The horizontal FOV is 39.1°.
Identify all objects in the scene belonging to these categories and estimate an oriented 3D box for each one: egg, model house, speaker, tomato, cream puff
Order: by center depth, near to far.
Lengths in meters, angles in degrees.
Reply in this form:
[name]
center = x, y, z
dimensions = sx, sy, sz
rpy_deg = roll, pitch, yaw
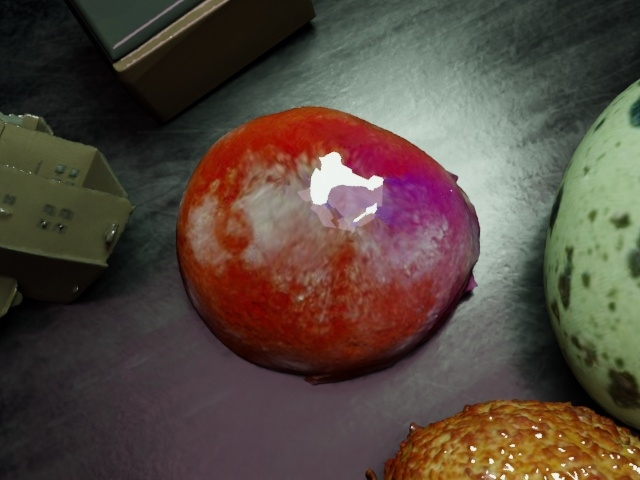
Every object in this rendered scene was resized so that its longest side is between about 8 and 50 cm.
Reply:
[cream puff]
center = 0.215, 0.265, 0.794
dimensions = 0.350, 0.350, 0.229
rpy_deg = 37, 75, 12
[egg]
center = 0.358, 0.004, 0.854
dimensions = 0.287, 0.287, 0.379
rpy_deg = 4, 78, 5
[tomato]
center = 0.004, 0.001, 0.942
dimensions = 0.335, 0.176, 0.290
rpy_deg = 21, 81, 7
[model house]
center = -0.359, -0.006, 0.980
dimensions = 0.243, 0.211, 0.204
rpy_deg = -63, 34, 17
[speaker]
center = -0.149, -0.273, 1.014
dimensions = 0.231, 0.192, 0.153
rpy_deg = -35, 77, 0
